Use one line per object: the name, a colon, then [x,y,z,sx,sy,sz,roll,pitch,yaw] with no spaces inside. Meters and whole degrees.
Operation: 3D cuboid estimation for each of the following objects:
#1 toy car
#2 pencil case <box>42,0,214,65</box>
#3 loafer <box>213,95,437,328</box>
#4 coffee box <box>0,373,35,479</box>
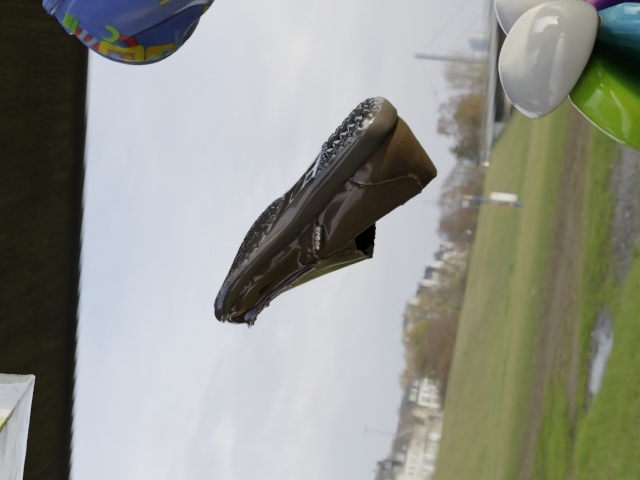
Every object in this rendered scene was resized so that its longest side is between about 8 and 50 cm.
toy car: [0.204,-0.137,0.582,0.136,0.159,0.182,-55,17,41]
pencil case: [-0.071,-0.211,0.482,0.133,0.119,0.306,-36,-1,-34]
loafer: [0.000,0.000,1.088,0.366,0.130,0.133,-46,15,36]
coffee box: [-0.443,0.291,0.769,0.334,0.338,0.337,-155,72,-80]
